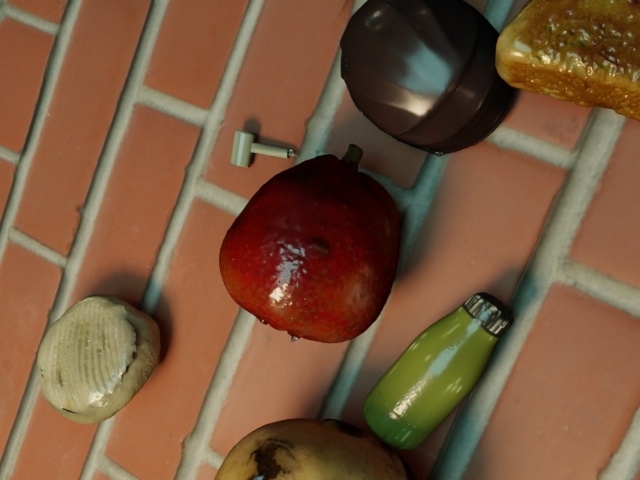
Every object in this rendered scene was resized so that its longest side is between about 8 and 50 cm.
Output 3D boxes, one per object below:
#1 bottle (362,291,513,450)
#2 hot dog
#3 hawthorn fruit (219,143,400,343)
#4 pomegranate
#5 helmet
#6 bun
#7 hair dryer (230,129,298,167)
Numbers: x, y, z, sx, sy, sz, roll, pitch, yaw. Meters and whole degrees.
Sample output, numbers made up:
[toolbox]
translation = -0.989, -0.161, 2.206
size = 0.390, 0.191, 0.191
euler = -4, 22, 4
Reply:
[bottle]
translation = 0.177, 0.187, 1.127
size = 0.112, 0.112, 0.260
euler = 44, 108, 20
[hot dog]
translation = 0.367, -0.261, 0.999
size = 0.257, 0.150, 0.153
euler = 17, 81, 10
[hawthorn fruit]
translation = 0.000, 0.000, 1.147
size = 0.265, 0.265, 0.307
euler = 26, 82, 25
[pomegranate]
translation = -0.005, 0.400, 1.110
size = 0.322, 0.322, 0.322
euler = 0, 89, 27
[helmet]
translation = 0.130, -0.263, 1.121
size = 0.305, 0.177, 0.225
euler = 39, 108, 20
[bun]
translation = -0.401, 0.219, 1.398
size = 0.239, 0.141, 0.239
euler = -12, 61, 22
[hair dryer]
translation = -0.095, -0.150, 1.314
size = 0.124, 0.038, 0.063
euler = 12, 97, 19
